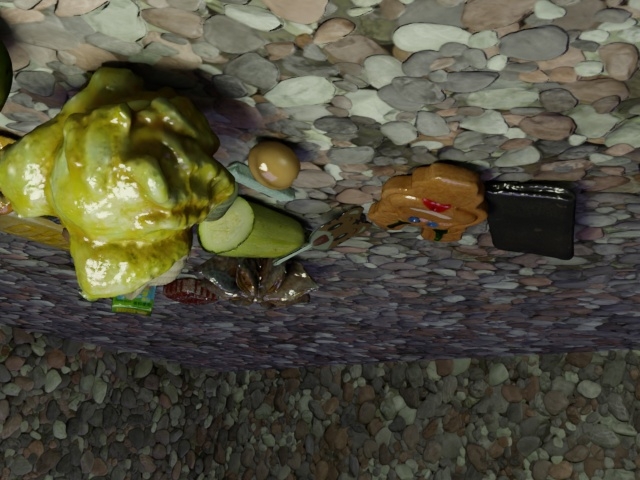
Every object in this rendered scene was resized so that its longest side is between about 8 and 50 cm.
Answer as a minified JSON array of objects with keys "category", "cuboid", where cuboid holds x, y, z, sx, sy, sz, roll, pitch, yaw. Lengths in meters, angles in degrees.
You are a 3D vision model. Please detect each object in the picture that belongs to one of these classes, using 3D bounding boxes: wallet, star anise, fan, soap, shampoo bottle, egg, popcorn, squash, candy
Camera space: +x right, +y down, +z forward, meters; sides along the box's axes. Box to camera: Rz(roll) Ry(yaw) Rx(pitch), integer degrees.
[{"category":"wallet","cuboid":[0.411,-0.039,1.608,0.170,0.044,0.321,9,162,19]},{"category":"star anise","cuboid":[-0.162,0.100,2.110,0.332,0.117,0.331,5,154,3]},{"category":"fan","cuboid":[0.000,0.000,1.736,0.227,0.008,0.152,-27,159,2]},{"category":"soap","cuboid":[-0.583,-0.045,1.792,0.173,0.089,0.274,-11,156,44]},{"category":"shampoo bottle","cuboid":[-0.210,-0.081,1.586,0.079,0.079,0.162,9,163,-15]},{"category":"egg","cuboid":[-0.082,-0.129,1.395,0.096,0.080,0.080,17,159,-42]},{"category":"popcorn","cuboid":[-0.274,-0.074,1.210,0.290,0.325,0.321,-8,152,39]},{"category":"squash","cuboid":[-0.104,-0.015,1.726,0.287,0.137,0.137,11,163,-38]},{"category":"candy","cuboid":[-0.436,0.076,1.959,0.097,0.194,0.062,8,161,-10]}]

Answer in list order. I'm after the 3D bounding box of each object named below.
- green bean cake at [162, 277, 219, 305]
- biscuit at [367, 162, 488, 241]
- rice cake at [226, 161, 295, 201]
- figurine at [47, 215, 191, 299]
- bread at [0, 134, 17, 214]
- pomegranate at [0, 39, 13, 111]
[{"category":"green bean cake","cuboid":[-0.382,0.154,2.435,0.135,0.056,0.136,-13,156,41]},{"category":"biscuit","cuboid":[0.208,-0.062,1.554,0.202,0.047,0.334,15,162,-6]},{"category":"rice cake","cuboid":[-0.111,-0.109,1.558,0.033,0.029,0.171,-17,155,36]},{"category":"figurine","cuboid":[-0.395,-0.027,1.685,0.204,0.185,0.332,-21,142,4]},{"category":"bread","cuboid":[-0.624,-0.108,1.516,0.260,0.134,0.129,-7,158,34]},{"category":"pomegranate","cuboid":[-0.518,-0.230,1.067,0.225,0.187,0.187,31,166,9]}]
